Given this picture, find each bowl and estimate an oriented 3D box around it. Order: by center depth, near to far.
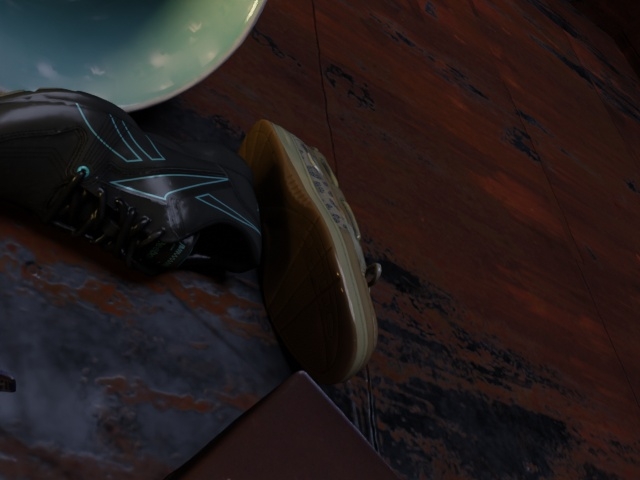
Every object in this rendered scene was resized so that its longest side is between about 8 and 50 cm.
[{"bbox_3d":[-0.204,-0.280,0.633,0.312,0.311,0.163,12,26,-40],"label":"bowl"}]

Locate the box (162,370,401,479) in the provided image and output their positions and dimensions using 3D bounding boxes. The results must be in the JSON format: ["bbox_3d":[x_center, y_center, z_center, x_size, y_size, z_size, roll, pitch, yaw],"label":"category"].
[{"bbox_3d":[-0.106,0.220,0.252,0.143,0.191,0.381,49,33,6],"label":"box"}]

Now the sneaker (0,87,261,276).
[{"bbox_3d":[-0.148,-0.036,0.566,0.267,0.101,0.106,9,50,-42],"label":"sneaker"}]

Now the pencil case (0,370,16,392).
[{"bbox_3d":[-0.234,0.121,0.307,0.104,0.104,0.236,39,34,-9],"label":"pencil case"}]

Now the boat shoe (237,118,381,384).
[{"bbox_3d":[0.000,0.000,0.681,0.089,0.104,0.285,12,45,-36],"label":"boat shoe"}]
